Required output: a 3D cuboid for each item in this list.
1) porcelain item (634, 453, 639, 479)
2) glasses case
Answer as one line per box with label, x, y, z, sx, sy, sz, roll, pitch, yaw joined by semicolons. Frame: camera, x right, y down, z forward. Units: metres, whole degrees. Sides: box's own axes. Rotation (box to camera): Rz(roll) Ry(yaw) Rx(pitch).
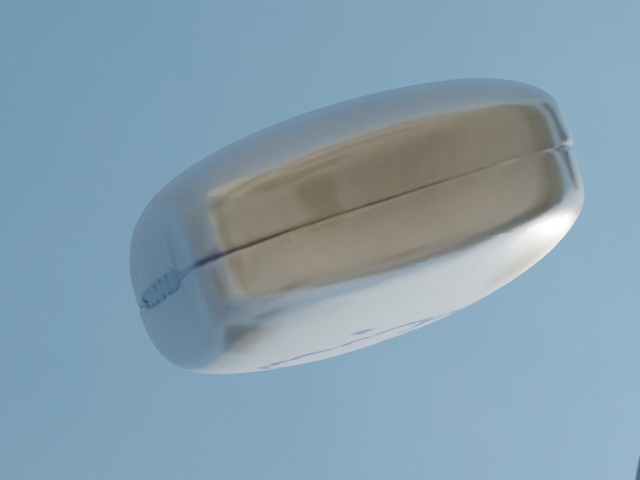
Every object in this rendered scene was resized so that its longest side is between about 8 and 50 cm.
porcelain item;0.297;0.150;1.008;0.253;0.253;0.253;1;-100;-3
glasses case;0.000;0.000;0.415;0.076;0.197;0.049;-17;-92;-11
